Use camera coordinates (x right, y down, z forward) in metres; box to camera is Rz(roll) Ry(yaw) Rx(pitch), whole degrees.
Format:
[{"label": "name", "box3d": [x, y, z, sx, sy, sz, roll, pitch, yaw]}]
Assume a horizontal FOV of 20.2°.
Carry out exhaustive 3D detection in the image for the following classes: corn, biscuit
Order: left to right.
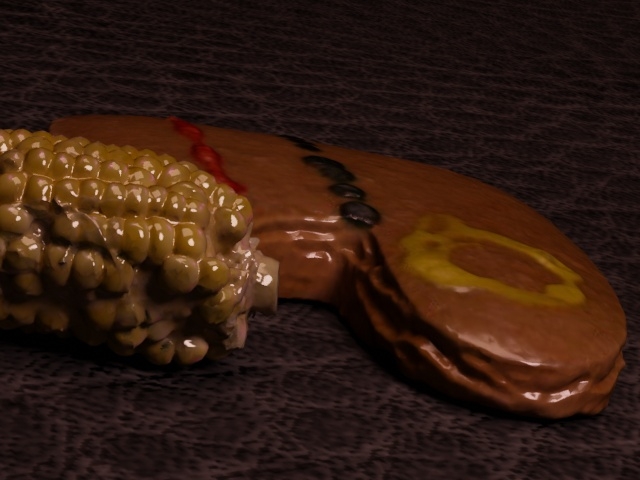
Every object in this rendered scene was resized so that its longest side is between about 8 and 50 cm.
[{"label": "corn", "box3d": [-0.156, -0.009, 0.709, 0.288, 0.086, 0.086, 9, 18, -6]}, {"label": "biscuit", "box3d": [0.000, -0.002, 0.848, 0.277, 0.052, 0.262, 10, 17, -9]}]
